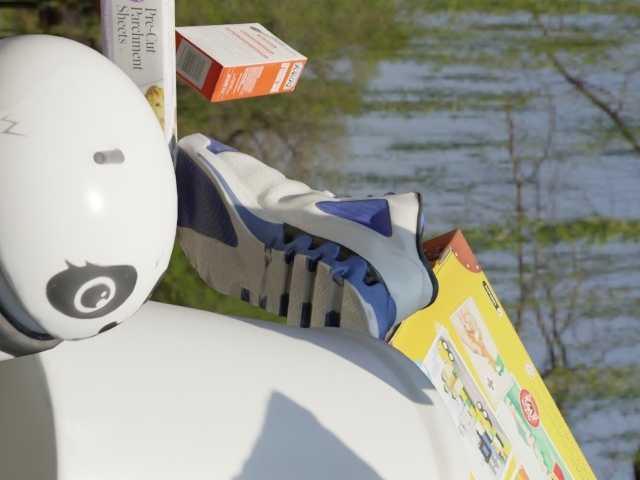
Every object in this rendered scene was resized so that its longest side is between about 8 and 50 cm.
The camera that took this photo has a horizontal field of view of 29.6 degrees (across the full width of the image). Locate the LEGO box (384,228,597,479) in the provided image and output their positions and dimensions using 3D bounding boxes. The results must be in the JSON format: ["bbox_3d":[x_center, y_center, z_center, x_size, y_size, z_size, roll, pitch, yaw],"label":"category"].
[{"bbox_3d":[0.151,0.293,1.403,0.500,0.193,0.372,60,30,-10],"label":"LEGO box"}]

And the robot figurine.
[{"bbox_3d":[-0.215,-0.010,0.658,0.209,0.278,0.174,-88,163,-50],"label":"robot figurine"}]

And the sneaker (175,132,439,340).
[{"bbox_3d":[0.001,0.001,1.218,0.315,0.182,0.127,37,-50,34],"label":"sneaker"}]

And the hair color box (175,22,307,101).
[{"bbox_3d":[-0.105,-0.221,1.486,0.093,0.167,0.053,38,-59,23],"label":"hair color box"}]

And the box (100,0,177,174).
[{"bbox_3d":[-0.182,-0.137,1.232,0.063,0.067,0.324,-84,178,-57],"label":"box"}]

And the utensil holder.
[{"bbox_3d":[-0.124,0.203,0.896,0.327,0.385,0.328,-13,-109,40],"label":"utensil holder"}]
